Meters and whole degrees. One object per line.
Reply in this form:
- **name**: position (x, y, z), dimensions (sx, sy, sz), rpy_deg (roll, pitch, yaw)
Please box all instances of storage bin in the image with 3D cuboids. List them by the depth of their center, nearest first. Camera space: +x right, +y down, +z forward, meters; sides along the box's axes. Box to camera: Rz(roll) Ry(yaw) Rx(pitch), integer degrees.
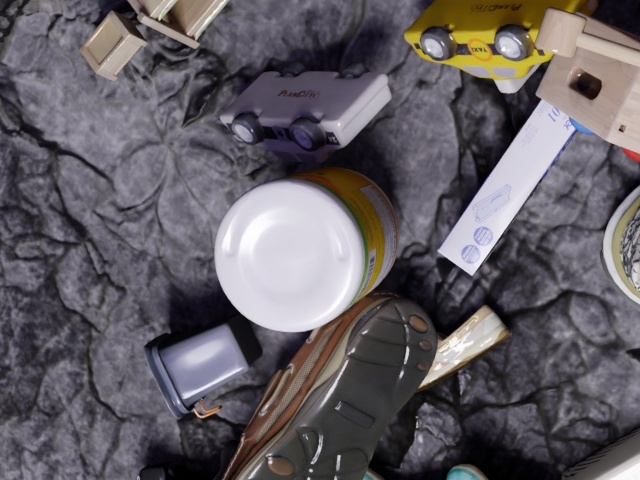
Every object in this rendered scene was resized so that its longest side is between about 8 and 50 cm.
- **storage bin**: position (-0.115, 0.129, 1.273), dimensions (0.091, 0.135, 0.098), rpy_deg (-25, 90, 7)

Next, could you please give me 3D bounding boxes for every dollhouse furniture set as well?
- **dollhouse furniture set**: position (-0.182, -0.278, 1.270), dimensions (0.182, 0.101, 0.161), rpy_deg (-46, 60, 16)

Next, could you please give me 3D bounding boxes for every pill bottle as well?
- **pill bottle**: position (0.000, 0.000, 1.160), dimensions (0.136, 0.246, 0.136), rpy_deg (2, 97, 15)

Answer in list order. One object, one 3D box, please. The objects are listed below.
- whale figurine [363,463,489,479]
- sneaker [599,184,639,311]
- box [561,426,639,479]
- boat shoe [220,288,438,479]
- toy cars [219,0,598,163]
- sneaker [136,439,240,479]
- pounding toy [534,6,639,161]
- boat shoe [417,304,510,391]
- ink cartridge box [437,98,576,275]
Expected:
- **whale figurine**: position (0.128, 0.324, 1.216), dimensions (0.272, 0.141, 0.216), rpy_deg (18, 126, 22)
- **sneaker**: position (0.420, -0.075, 1.070), dimensions (0.158, 0.182, 0.410), rpy_deg (42, 106, 6)
- **box**: position (0.375, 0.216, 1.168), dimensions (0.275, 0.094, 0.113), rpy_deg (-34, 89, 16)
- **boat shoe**: position (-0.008, 0.187, 1.240), dimensions (0.122, 0.120, 0.324), rpy_deg (39, 89, -30)
- **toy cars**: position (0.086, -0.154, 1.174), dimensions (0.394, 0.176, 0.087), rpy_deg (-22, 122, 17)
- **sneaker**: position (-0.170, 0.321, 1.329), dimensions (0.293, 0.102, 0.146), rpy_deg (-35, 88, 9)
- **pounding toy**: position (0.250, -0.118, 0.988), dimensions (0.206, 0.181, 0.094), rpy_deg (16, 108, -25)
- **boat shoe**: position (0.131, 0.115, 1.247), dimensions (0.135, 0.050, 0.045), rpy_deg (-34, 75, 15)
- **ink cartridge box**: position (0.196, -0.067, 1.176), dimensions (0.046, 0.097, 0.207), rpy_deg (35, 105, 8)
